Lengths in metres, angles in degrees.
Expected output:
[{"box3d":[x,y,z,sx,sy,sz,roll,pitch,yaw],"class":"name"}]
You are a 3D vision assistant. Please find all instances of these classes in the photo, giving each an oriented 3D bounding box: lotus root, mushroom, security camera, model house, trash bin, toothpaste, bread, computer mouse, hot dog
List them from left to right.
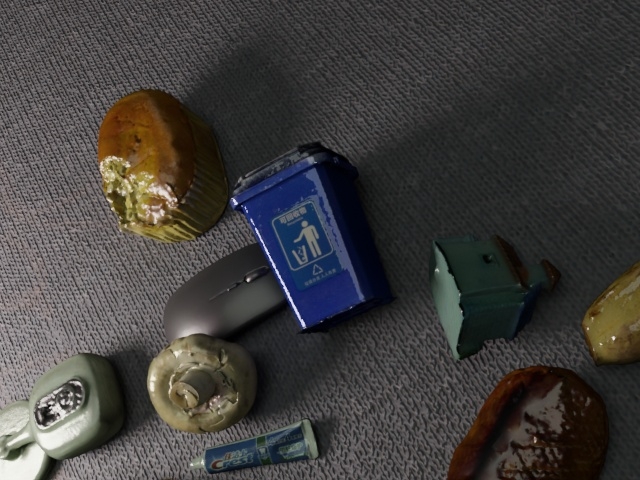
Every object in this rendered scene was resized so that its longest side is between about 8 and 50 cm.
[{"box3d":[-0.445,0.298,1.219,0.302,0.080,0.157,-33,63,15],"class":"security camera"},{"box3d":[-0.263,-0.123,1.241,0.179,0.133,0.250,-22,66,13],"class":"bread"},{"box3d":[-0.166,0.201,1.080,0.154,0.122,0.154,1,98,10],"class":"mushroom"},{"box3d":[-0.144,0.092,1.154,0.232,0.057,0.120,-31,63,13],"class":"computer mouse"},{"box3d":[-0.097,0.297,1.078,0.197,0.035,0.057,-17,83,18],"class":"toothpaste"},{"box3d":[0.000,0.000,1.068,0.163,0.184,0.234,-27,76,18],"class":"trash bin"},{"box3d":[0.225,0.061,0.977,0.149,0.119,0.148,-9,43,-3],"class":"model house"},{"box3d":[0.241,0.254,0.896,0.160,0.099,0.227,33,87,30],"class":"hot dog"},{"box3d":[0.417,0.055,0.887,0.258,0.097,0.110,-37,54,18],"class":"lotus root"}]

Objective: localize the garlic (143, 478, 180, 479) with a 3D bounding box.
[{"box3d":[-0.192,0.406,1.053,0.115,0.128,0.206,-15,58,-6],"class":"garlic"}]
